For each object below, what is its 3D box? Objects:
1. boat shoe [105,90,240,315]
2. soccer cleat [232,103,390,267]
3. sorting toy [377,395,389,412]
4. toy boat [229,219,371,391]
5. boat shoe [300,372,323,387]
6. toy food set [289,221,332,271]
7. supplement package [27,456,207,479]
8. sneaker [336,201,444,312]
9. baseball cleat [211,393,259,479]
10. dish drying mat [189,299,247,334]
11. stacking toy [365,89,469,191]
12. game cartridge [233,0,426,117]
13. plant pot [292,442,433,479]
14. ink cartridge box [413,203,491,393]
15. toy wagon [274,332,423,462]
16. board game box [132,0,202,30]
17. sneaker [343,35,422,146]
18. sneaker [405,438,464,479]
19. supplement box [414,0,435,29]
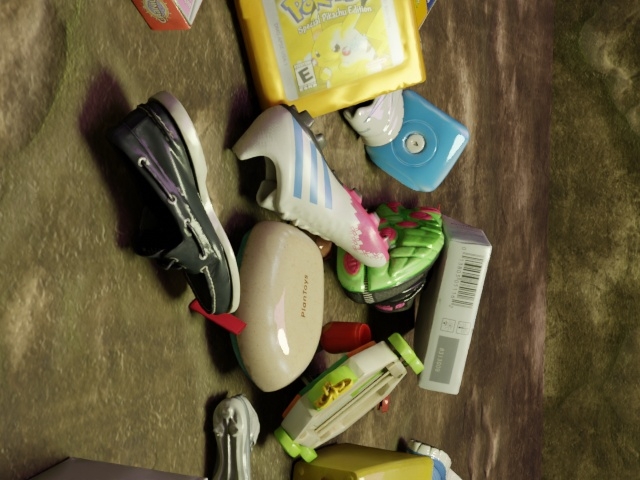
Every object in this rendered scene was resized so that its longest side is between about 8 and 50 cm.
[{"bbox_3d":[-0.198,-0.023,1.295,0.113,0.127,0.340,-31,133,-25],"label":"boat shoe"},{"bbox_3d":[-0.017,-0.064,1.579,0.143,0.116,0.331,-38,114,-7],"label":"soccer cleat"},{"bbox_3d":[0.126,0.312,2.067,0.102,0.042,0.061,-77,170,-46],"label":"sorting toy"},{"bbox_3d":[-0.052,0.126,1.592,0.318,0.148,0.268,34,57,-51],"label":"toy boat"},{"bbox_3d":[0.008,0.261,1.782,0.049,0.056,0.152,-40,157,3],"label":"boat shoe"},{"bbox_3d":[0.000,0.000,1.735,0.218,0.071,0.128,-60,143,-43],"label":"toy food set"},{"bbox_3d":[-0.272,0.359,1.067,0.262,0.204,0.145,-18,108,-62],"label":"supplement package"},{"bbox_3d":[0.146,0.053,1.865,0.483,0.185,0.202,-31,126,-71],"label":"sneaker"},{"bbox_3d":[-0.125,0.341,1.517,0.109,0.072,0.206,-8,103,-70],"label":"baseball cleat"},{"bbox_3d":[-0.150,0.111,1.437,0.032,0.083,0.008,-43,159,-56],"label":"dish drying mat"},{"bbox_3d":[0.209,-0.213,2.084,0.166,0.175,0.302,-56,177,12],"label":"stacking toy"},{"bbox_3d":[0.012,-0.364,1.541,0.053,0.285,0.324,-129,-158,-57],"label":"game cartridge"},{"bbox_3d":[0.055,0.481,1.767,0.187,0.212,0.212,17,77,-51],"label":"plant pot"},{"bbox_3d":[0.266,0.109,2.058,0.385,0.091,0.308,-71,171,-77],"label":"ink cartridge box"},{"bbox_3d":[0.041,0.255,1.642,0.267,0.068,0.344,-39,160,-1],"label":"toy wagon"},{"bbox_3d":[-0.198,-0.476,1.294,0.242,0.064,0.317,58,43,-50],"label":"board game box"},{"bbox_3d":[0.117,-0.337,1.907,0.129,0.111,0.297,29,65,-55],"label":"sneaker"},{"bbox_3d":[0.248,0.586,2.271,0.147,0.129,0.330,-58,141,-21],"label":"sneaker"},{"bbox_3d":[0.064,-0.541,1.653,0.195,0.194,0.357,-61,144,-53],"label":"supplement box"}]
